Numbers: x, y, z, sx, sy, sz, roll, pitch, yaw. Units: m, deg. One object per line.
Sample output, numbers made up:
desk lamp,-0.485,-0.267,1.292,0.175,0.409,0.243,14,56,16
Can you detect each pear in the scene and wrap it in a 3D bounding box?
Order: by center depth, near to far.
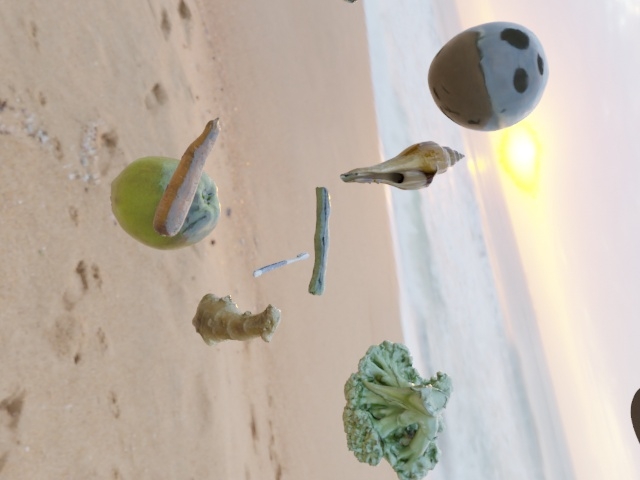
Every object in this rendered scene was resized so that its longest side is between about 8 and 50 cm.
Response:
pear,-0.425,-0.102,2.031,0.269,0.321,0.269,-2,90,-67

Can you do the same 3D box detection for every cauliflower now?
cauliflower,0.199,0.387,1.693,0.260,0.281,0.327,-9,84,-52

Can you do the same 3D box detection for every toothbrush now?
toothbrush,-0.125,0.073,2.360,0.288,0.026,0.024,-20,116,-55

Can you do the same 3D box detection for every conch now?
conch,0.201,-0.174,1.798,0.093,0.330,0.110,-148,-134,-74

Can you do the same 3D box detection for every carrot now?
carrot,-0.248,-0.119,1.394,0.248,0.059,0.059,-66,161,-1

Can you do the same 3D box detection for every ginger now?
ginger,-0.199,0.187,1.797,0.086,0.294,0.131,17,70,-47

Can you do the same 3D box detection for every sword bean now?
sword bean,0.000,0.001,1.631,0.043,0.038,0.270,21,56,-27

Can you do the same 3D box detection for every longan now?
longan,0.305,-0.293,1.334,0.196,0.220,0.197,162,-90,-79

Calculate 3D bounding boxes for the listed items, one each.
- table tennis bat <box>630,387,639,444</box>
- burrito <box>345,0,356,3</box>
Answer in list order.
table tennis bat,0.572,0.345,1.148,0.154,0.021,0.274,112,-37,-50
burrito,0.080,-0.603,1.752,0.226,0.060,0.087,-74,-171,-64
